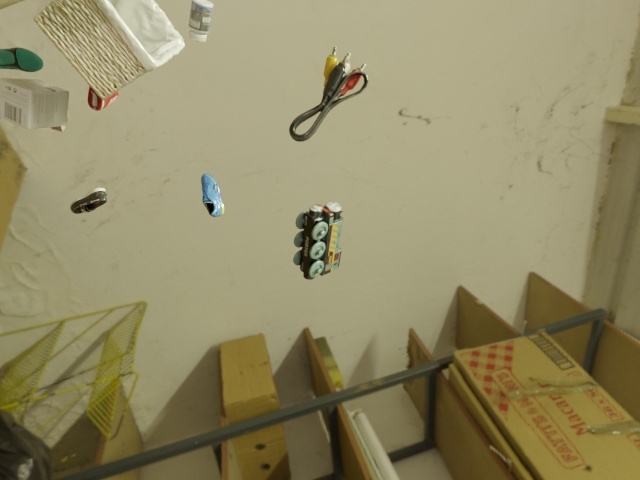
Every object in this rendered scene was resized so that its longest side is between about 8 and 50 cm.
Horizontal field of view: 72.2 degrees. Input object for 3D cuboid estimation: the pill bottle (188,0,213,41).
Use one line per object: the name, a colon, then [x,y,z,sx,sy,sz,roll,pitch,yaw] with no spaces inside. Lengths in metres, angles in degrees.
pill bottle: [-0.453,-0.829,1.654,0.078,0.078,0.137,64,-38,43]

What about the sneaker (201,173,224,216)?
sneaker: [-0.493,-0.204,1.951,0.082,0.069,0.209,-5,74,-65]

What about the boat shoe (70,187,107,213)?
boat shoe: [-0.587,-0.091,1.113,0.046,0.125,0.038,5,63,-66]

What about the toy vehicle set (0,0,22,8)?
toy vehicle set: [-0.720,-0.654,1.047,0.035,0.267,0.165,42,35,-73]

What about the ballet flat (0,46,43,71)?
ballet flat: [-1.134,-0.662,1.597,0.247,0.087,0.083,-63,157,-70]

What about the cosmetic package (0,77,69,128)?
cosmetic package: [-1.127,-0.540,1.730,0.183,0.151,0.151,-51,162,-66]

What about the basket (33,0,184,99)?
basket: [-0.705,-0.717,1.516,0.331,0.267,0.328,53,23,-29]

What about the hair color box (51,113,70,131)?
hair color box: [-1.199,-0.588,1.998,0.167,0.054,0.093,124,-23,-58]

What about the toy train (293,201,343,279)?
toy train: [0.000,0.000,1.739,0.142,0.190,0.333,34,-49,37]

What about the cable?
cable: [0.030,-0.387,1.218,0.287,0.140,0.072,-60,177,7]

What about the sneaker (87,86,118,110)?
sneaker: [-0.884,-0.650,1.795,0.128,0.087,0.221,-79,-165,-64]
